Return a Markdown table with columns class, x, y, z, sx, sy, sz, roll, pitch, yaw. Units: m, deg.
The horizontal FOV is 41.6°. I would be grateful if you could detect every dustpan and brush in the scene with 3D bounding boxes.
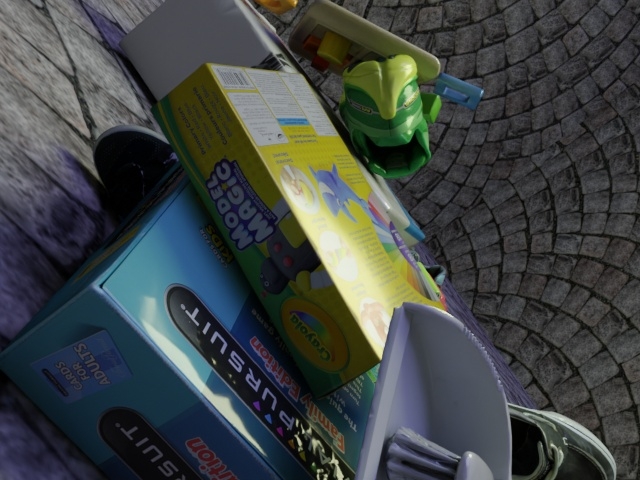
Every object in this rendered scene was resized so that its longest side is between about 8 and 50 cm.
| class | x | y | z | sx | sy | sz | roll | pitch | yaw |
| --- | --- | --- | --- | --- | --- | --- | --- | --- | --- |
| dustpan and brush | 0.082 | 0.134 | 0.453 | 0.211 | 0.060 | 0.147 | 47 | 53 | -59 |

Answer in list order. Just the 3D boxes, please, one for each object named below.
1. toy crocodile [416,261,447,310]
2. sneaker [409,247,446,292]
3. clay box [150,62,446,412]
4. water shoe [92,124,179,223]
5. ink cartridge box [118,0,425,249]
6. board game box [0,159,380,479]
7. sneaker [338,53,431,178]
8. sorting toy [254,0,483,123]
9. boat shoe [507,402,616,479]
| class | x | y | z | sx | sy | sz | roll | pitch | yaw |
| --- | --- | --- | --- | --- | --- | --- | --- | --- | --- |
| toy crocodile | 0.138 | 0.128 | 1.150 | 0.115 | 0.105 | 0.341 | -119 | -171 | -47 |
| sneaker | 0.221 | 0.113 | 1.739 | 0.262 | 0.125 | 0.104 | 47 | 11 | -33 |
| clay box | 0.000 | 0.000 | 0.515 | 0.222 | 0.053 | 0.127 | 61 | 25 | 6 |
| water shoe | -0.113 | -0.009 | 0.650 | 0.203 | 0.073 | 0.080 | 53 | 11 | 4 |
| ink cartridge box | -0.054 | -0.128 | 1.131 | 0.395 | 0.166 | 0.285 | 55 | 9 | 15 |
| board game box | -0.023 | 0.062 | 0.560 | 0.254 | 0.079 | 0.336 | 50 | 24 | -14 |
| sneaker | 0.075 | -0.132 | 1.020 | 0.295 | 0.109 | 0.124 | 21 | 62 | -81 |
| sorting toy | 0.045 | -0.236 | 1.115 | 0.347 | 0.047 | 0.196 | 25 | -6 | -10 |
| boat shoe | 0.255 | 0.278 | 1.093 | 0.335 | 0.121 | 0.119 | 23 | 9 | -16 |
